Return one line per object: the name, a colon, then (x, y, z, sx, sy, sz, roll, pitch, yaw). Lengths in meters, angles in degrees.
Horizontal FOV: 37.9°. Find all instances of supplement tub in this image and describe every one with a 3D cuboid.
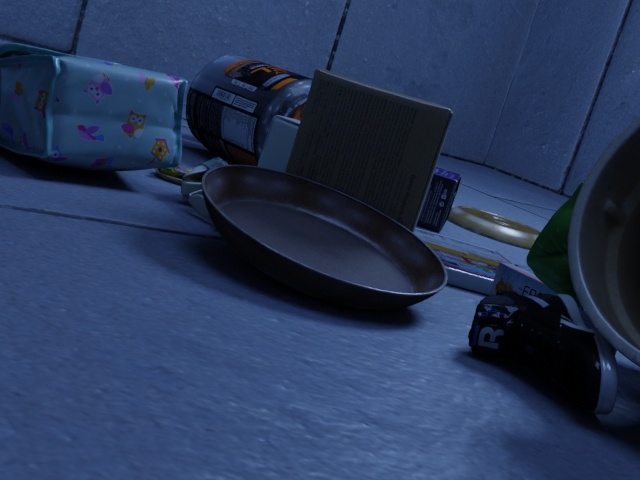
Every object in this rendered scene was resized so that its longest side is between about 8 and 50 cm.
supplement tub: (-0.092, -0.227, 1.791, 0.207, 0.207, 0.338, 7, 15, -44)

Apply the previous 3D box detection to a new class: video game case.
video game case: (0.225, 0.035, 1.447, 0.204, 0.025, 0.285, 16, 10, -10)

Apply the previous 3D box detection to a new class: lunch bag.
lunch bag: (-0.350, -0.183, 1.310, 0.223, 0.160, 0.262, 2, 7, -44)

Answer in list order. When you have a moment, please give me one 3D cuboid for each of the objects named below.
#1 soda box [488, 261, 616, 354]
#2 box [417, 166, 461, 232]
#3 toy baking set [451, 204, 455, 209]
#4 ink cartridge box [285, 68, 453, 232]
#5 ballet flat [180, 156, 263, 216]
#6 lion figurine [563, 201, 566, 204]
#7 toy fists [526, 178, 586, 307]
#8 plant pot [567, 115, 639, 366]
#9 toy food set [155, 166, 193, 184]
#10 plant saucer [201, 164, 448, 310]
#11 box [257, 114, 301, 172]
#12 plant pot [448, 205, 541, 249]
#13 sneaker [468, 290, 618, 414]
soda box: (0.309, 0.087, 1.225, 0.063, 0.058, 0.183, 8, 15, -39)
box: (0.162, -0.105, 1.836, 0.207, 0.108, 0.153, 19, 11, 7)
toy baking set: (0.173, -0.104, 2.075, 0.197, 0.030, 0.256, 22, 11, 40)
ink cartridge box: (0.054, -0.096, 1.278, 0.193, 0.234, 0.088, 19, 12, 4)
ballet flat: (-0.146, -0.066, 1.280, 0.079, 0.077, 0.221, -8, 20, -20)
lion figurine: (0.646, 0.012, 1.927, 0.392, 0.240, 0.142, 28, 42, -47)
toy fists: (0.375, 0.028, 1.116, 0.279, 0.142, 0.096, 12, 36, -28)
plant pot: (0.461, 0.052, 0.942, 0.334, 0.334, 0.305, 27, -11, 43)
toy food set: (-0.218, -0.103, 1.463, 0.083, 0.020, 0.082, 15, 11, -13)
plant saucer: (0.000, 0.000, 1.102, 0.311, 0.050, 0.310, 20, 19, -7)
box: (0.021, -0.097, 1.461, 0.127, 0.148, 0.232, 26, 14, 34)
plant pot: (0.384, -0.031, 2.015, 0.236, 0.032, 0.236, 16, 10, -3)
sneaker: (0.214, 0.113, 0.943, 0.121, 0.079, 0.217, 3, 15, -1)
